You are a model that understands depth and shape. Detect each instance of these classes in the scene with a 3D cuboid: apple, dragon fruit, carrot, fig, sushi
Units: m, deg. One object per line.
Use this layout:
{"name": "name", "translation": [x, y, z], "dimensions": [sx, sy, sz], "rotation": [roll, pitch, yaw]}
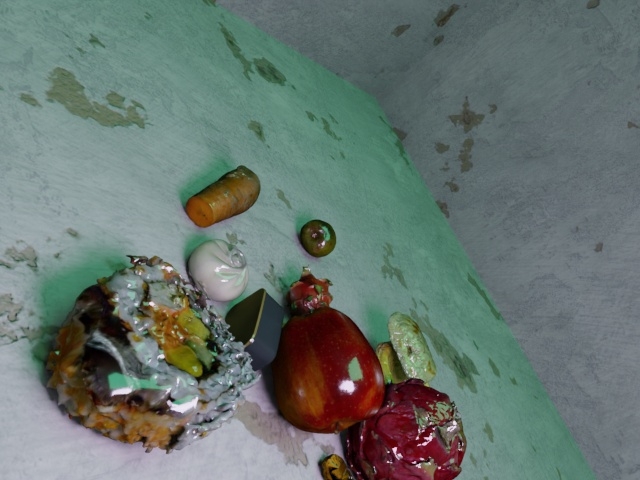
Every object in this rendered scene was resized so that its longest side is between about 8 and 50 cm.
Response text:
{"name": "apple", "translation": [0.014, 0.333, 1.402], "dimensions": [0.288, 0.288, 0.317], "rotation": [22, 39, -47]}
{"name": "dragon fruit", "translation": [-0.032, 0.156, 1.704], "dimensions": [0.135, 0.137, 0.236], "rotation": [17, 32, -5]}
{"name": "carrot", "translation": [0.077, 0.639, 1.382], "dimensions": [0.229, 0.069, 0.069], "rotation": [58, 27, 6]}
{"name": "fig", "translation": [0.009, -0.013, 1.991], "dimensions": [0.133, 0.127, 0.184], "rotation": [46, 28, 16]}
{"name": "sushi", "translation": [-0.318, 0.225, 1.120], "dimensions": [0.417, 0.176, 0.418], "rotation": [37, 25, -20]}
{"name": "dragon fruit", "translation": [0.227, 0.531, 1.487], "dimensions": [0.329, 0.329, 0.329], "rotation": [39, 30, -27]}
{"name": "carrot", "translation": [-0.275, -0.129, 1.668], "dimensions": [0.139, 0.138, 0.302], "rotation": [50, 33, -7]}

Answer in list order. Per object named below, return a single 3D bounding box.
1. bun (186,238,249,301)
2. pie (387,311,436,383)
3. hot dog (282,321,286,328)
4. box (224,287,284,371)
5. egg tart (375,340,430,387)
{"name": "bun", "translation": [-0.254, 0.070, 1.468], "dimensions": [0.173, 0.119, 0.173], "rotation": [41, 28, -28]}
{"name": "pie", "translation": [0.299, 0.343, 1.808], "dimensions": [0.201, 0.090, 0.248], "rotation": [15, 48, -58]}
{"name": "hot dog", "translation": [-0.025, 0.310, 1.613], "dimensions": [0.285, 0.061, 0.088], "rotation": [35, 29, -30]}
{"name": "box", "translation": [-0.171, 0.231, 1.383], "dimensions": [0.090, 0.144, 0.201], "rotation": [45, 26, -24]}
{"name": "egg tart", "translation": [0.252, 0.475, 1.803], "dimensions": [0.315, 0.120, 0.315], "rotation": [41, 28, -27]}
